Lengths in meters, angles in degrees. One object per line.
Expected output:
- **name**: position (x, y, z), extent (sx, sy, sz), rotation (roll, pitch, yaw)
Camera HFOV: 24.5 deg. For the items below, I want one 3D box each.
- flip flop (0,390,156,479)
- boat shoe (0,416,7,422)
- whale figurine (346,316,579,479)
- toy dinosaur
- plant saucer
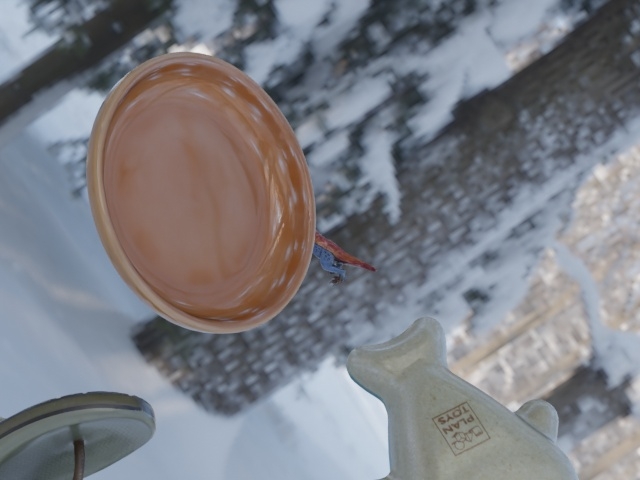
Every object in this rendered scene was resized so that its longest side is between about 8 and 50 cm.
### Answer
- **flip flop**: position (-0.231, 0.196, 1.012), extent (0.080, 0.277, 0.112), rotation (54, -13, 26)
- **boat shoe**: position (-0.442, 0.271, 1.800), extent (0.092, 0.103, 0.285), rotation (35, -33, 1)
- **whale figurine**: position (0.124, 0.211, 1.387), extent (0.272, 0.216, 0.141), rotation (58, -20, 19)
- **toy dinosaur**: position (0.000, 0.000, 1.410), extent (0.047, 0.090, 0.082), rotation (-79, 148, -58)
- **plant saucer**: position (-0.086, -0.031, 1.033), extent (0.200, 0.037, 0.200), rotation (15, 68, -42)
